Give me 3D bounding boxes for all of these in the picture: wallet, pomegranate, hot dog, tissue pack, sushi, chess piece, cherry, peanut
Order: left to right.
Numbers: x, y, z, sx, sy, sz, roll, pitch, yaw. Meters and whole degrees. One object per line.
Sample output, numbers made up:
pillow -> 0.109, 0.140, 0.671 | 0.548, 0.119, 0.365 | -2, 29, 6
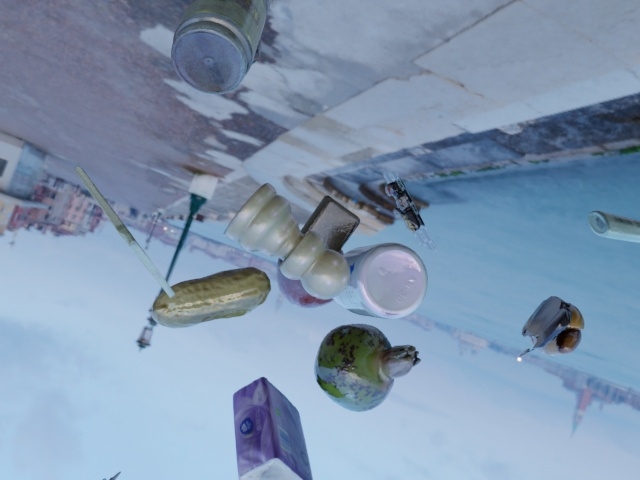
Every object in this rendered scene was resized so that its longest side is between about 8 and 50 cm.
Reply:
peanut -> -0.287, 0.157, 1.478 | 0.319, 0.147, 0.147 | -16, -176, -12
tissue pack -> -0.158, 0.634, 1.755 | 0.242, 0.160, 0.338 | 56, -174, -31
chess piece -> -0.034, 0.009, 0.736 | 0.171, 0.094, 0.094 | 39, 175, -4
cherry -> -0.019, 0.082, 1.704 | 0.213, 0.285, 0.236 | 21, -146, -46
wallet -> 0.000, 0.000, 1.328 | 0.110, 0.198, 0.031 | 34, -177, -15
pomegranate -> 0.153, 0.380, 1.711 | 0.341, 0.284, 0.285 | -16, 154, 35
sushi -> 0.261, -0.084, 1.741 | 0.279, 0.043, 0.192 | 62, 175, -10
hot dog -> 0.646, 0.258, 1.515 | 0.107, 0.194, 0.326 | 34, -160, 11

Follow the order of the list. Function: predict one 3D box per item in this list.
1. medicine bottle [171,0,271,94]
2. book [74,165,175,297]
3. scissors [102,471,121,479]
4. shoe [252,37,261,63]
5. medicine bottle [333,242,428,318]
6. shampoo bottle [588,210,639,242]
medicine bottle -> -0.192, -0.441, 1.117 | 0.152, 0.322, 0.151 | 3, 138, 3
book -> -0.299, -0.008, 0.856 | 0.168, 0.013, 0.192 | 47, 164, 23
scissors -> -0.602, 0.693, 1.593 | 0.014, 0.058, 0.119 | -5, -176, 5
shoe -> -0.233, -0.520, 1.470 | 0.114, 0.137, 0.290 | 19, -141, 0
medicine bottle -> 0.119, 0.096, 1.314 | 0.170, 0.170, 0.293 | 21, 170, -15
shampoo bottle -> 0.620, -0.018, 1.084 | 0.191, 0.041, 0.069 | 9, -151, -15
